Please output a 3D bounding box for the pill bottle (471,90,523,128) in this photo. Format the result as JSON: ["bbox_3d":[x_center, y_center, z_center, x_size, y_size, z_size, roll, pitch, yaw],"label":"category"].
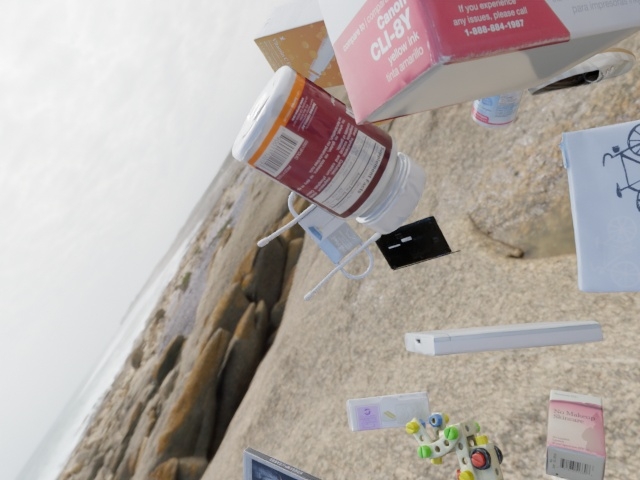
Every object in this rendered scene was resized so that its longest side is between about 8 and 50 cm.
[{"bbox_3d":[0.351,-0.305,0.926,0.160,0.087,0.087,86,-160,-48],"label":"pill bottle"}]

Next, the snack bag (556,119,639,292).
[{"bbox_3d":[0.613,-0.060,0.824,0.343,0.322,0.037,-7,0,32],"label":"snack bag"}]

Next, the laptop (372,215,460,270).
[{"bbox_3d":[0.357,0.013,1.755,0.234,0.264,0.136,-20,29,26],"label":"laptop"}]

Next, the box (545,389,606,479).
[{"bbox_3d":[0.758,0.581,1.428,0.149,0.126,0.232,3,29,26],"label":"box"}]

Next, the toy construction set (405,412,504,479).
[{"bbox_3d":[0.355,0.582,1.172,0.151,0.327,0.215,-9,-18,-47],"label":"toy construction set"}]

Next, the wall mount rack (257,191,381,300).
[{"bbox_3d":[0.000,0.000,1.423,0.304,0.350,0.130,-41,-2,-9],"label":"wall mount rack"}]

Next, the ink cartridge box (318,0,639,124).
[{"bbox_3d":[0.127,-0.347,0.485,0.279,0.384,0.160,-18,0,-21],"label":"ink cartridge box"}]

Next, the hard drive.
[{"bbox_3d":[0.391,0.217,1.073,0.233,0.353,0.047,114,153,-79],"label":"hard drive"}]

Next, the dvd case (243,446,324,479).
[{"bbox_3d":[-0.091,0.631,1.175,0.030,0.239,0.179,-14,-71,-56],"label":"dvd case"}]

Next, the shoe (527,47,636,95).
[{"bbox_3d":[0.510,-0.326,0.945,0.076,0.219,0.058,76,-173,-67],"label":"shoe"}]

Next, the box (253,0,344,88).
[{"bbox_3d":[0.017,-0.587,1.409,0.346,0.215,0.168,1,56,35],"label":"box"}]

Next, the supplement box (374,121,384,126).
[{"bbox_3d":[0.127,-0.362,1.560,0.233,0.078,0.080,-33,-3,35],"label":"supplement box"}]

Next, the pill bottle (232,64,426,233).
[{"bbox_3d":[0.027,-0.184,1.063,0.224,0.392,0.224,-49,24,30],"label":"pill bottle"}]

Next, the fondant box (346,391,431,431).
[{"bbox_3d":[0.208,0.552,1.545,0.330,0.239,0.096,84,180,-69],"label":"fondant box"}]
